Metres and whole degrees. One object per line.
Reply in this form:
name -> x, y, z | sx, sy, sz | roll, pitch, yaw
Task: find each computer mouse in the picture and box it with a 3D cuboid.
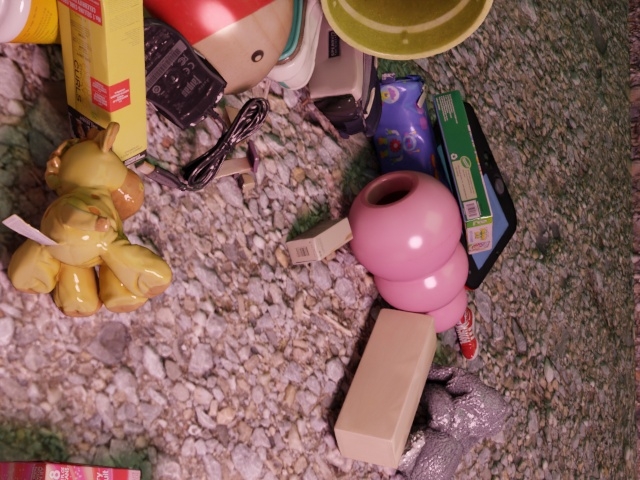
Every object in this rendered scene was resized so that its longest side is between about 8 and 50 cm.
computer mouse -> -0.206, -0.177, 1.123 | 0.184, 0.060, 0.262 | -50, 139, 7

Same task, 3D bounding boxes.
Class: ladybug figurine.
ladybug figurine -> -0.180, -0.421, 1.156 | 0.449, 0.161, 0.305 | 57, 42, -19

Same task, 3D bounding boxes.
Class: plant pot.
plant pot -> 0.139, -0.490, 1.403 | 0.276, 0.276, 0.254 | 42, 37, -41

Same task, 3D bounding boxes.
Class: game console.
game console -> 0.327, -0.103, 1.899 | 0.386, 0.060, 0.342 | -44, 117, -51

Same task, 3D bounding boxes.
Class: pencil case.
pencil case -> 0.177, -0.179, 1.643 | 0.119, 0.133, 0.306 | -23, 101, -49

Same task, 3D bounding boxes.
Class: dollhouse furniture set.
dollhouse furniture set -> -0.152, -0.137, 1.280 | 0.081, 0.091, 0.114 | -14, 66, -16

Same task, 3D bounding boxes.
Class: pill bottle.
pill bottle -> -0.331, -0.287, 0.972 | 0.215, 0.117, 0.117 | -19, 96, -55

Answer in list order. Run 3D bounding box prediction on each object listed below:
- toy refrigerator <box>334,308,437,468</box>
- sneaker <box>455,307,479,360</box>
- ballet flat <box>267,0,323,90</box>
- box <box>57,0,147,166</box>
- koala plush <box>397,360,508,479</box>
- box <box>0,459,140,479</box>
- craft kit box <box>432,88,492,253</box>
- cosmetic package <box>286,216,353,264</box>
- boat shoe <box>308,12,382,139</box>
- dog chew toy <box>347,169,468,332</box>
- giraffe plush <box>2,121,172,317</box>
toy refrigerator -> 0.119, 0.252, 1.459 | 0.094, 0.102, 0.270 | 77, 28, -42
sneaker -> 0.308, 0.195, 1.806 | 0.067, 0.042, 0.119 | 33, 48, -50
ballet flat -> -0.037, -0.435, 1.439 | 0.139, 0.139, 0.401 | 32, 60, -46
box -> -0.252, -0.198, 0.980 | 0.058, 0.087, 0.232 | -36, 149, -39
koala plush -> 0.215, 0.357, 1.528 | 0.221, 0.203, 0.196 | -54, 125, -32
box -> -0.283, 0.361, 0.864 | 0.128, 0.122, 0.257 | 24, 62, -49
craft kit box -> 0.272, -0.122, 1.591 | 0.247, 0.060, 0.250 | 59, 19, -74
cosmetic package -> 0.000, 0.000, 1.413 | 0.115, 0.060, 0.041 | -31, 108, -52
boat shoe -> 0.050, -0.348, 1.547 | 0.158, 0.127, 0.341 | 51, 41, -58
dog chew toy -> 0.179, 0.037, 1.543 | 0.332, 0.206, 0.207 | 65, 37, -32
giraffe plush -> -0.266, -0.034, 0.966 | 0.210, 0.181, 0.171 | 63, 23, -50
